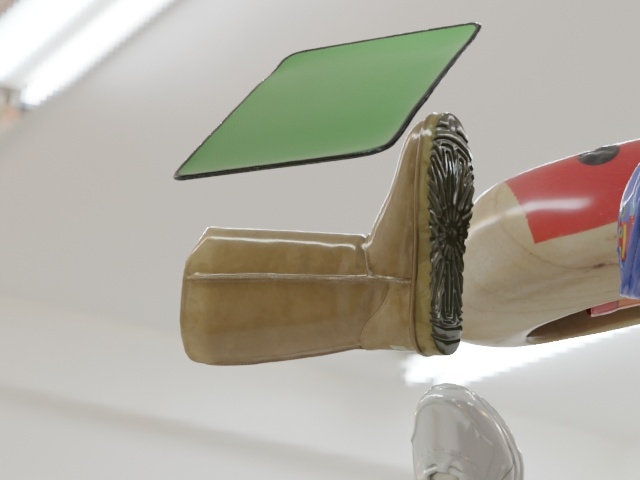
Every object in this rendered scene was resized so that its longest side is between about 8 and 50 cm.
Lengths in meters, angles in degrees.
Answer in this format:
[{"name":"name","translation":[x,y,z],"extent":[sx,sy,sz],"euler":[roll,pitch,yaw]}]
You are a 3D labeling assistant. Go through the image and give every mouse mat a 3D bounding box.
[{"name":"mouse mat","translation":[0.007,-0.089,1.174],"extent":[0.152,0.190,0.007],"euler":[-6,-64,29]}]

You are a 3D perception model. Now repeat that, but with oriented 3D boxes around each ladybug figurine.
[{"name":"ladybug figurine","translation":[0.330,-0.010,1.917],"extent":[0.449,0.162,0.305],"euler":[-12,-13,-4]}]

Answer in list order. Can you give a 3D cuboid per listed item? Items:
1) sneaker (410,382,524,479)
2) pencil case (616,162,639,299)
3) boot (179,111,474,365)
[{"name":"sneaker","translation":[0.112,0.235,1.524],"extent":[0.090,0.232,0.115],"euler":[-4,12,28]},{"name":"pencil case","translation":[0.370,0.019,1.394],"extent":[0.306,0.119,0.133],"euler":[15,-20,3]},{"name":"boot","translation":[0.000,0.000,1.731],"extent":[0.269,0.236,0.089],"euler":[-1,-13,30]}]
